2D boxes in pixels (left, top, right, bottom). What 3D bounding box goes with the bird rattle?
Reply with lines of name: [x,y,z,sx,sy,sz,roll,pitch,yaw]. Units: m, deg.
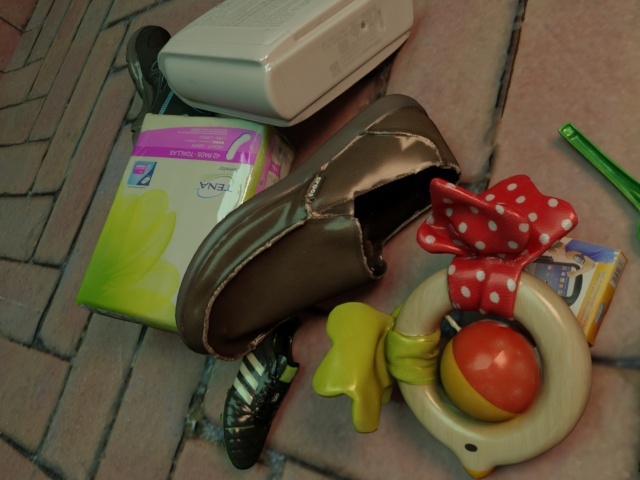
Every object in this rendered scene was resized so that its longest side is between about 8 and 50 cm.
bird rattle: [0.131,0.078,0.476,0.253,0.143,0.207,-46,69,19]

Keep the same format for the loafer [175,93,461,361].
loafer: [0.000,0.000,0.588,0.366,0.134,0.130,-45,52,1]

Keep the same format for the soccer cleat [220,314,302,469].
soccer cleat: [-0.064,0.164,0.633,0.072,0.060,0.179,-9,60,36]

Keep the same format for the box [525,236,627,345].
box: [0.189,0.032,0.506,0.136,0.028,0.081,19,83,42]

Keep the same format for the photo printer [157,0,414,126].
photo printer: [-0.066,-0.271,0.768,0.256,0.107,0.307,-43,40,-23]

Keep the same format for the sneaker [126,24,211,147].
sneaker: [-0.251,-0.264,0.991,0.139,0.125,0.341,-23,59,10]

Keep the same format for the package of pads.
package of pads: [-0.173,-0.023,0.760,0.229,0.101,0.297,9,75,26]

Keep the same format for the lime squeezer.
lime squeezer: [0.265,-0.009,0.418,0.059,0.109,0.310,-59,12,23]
